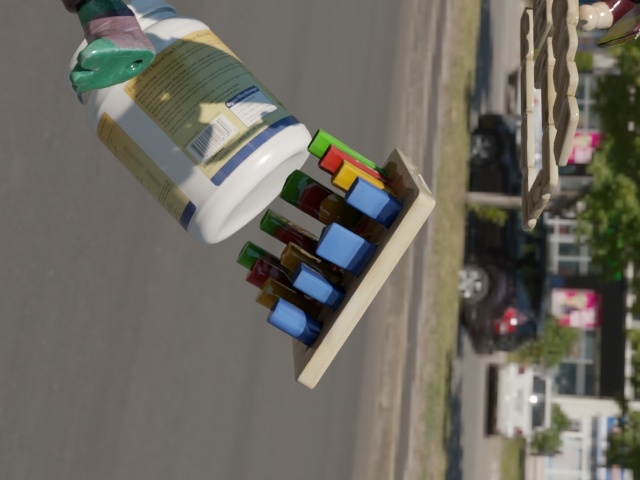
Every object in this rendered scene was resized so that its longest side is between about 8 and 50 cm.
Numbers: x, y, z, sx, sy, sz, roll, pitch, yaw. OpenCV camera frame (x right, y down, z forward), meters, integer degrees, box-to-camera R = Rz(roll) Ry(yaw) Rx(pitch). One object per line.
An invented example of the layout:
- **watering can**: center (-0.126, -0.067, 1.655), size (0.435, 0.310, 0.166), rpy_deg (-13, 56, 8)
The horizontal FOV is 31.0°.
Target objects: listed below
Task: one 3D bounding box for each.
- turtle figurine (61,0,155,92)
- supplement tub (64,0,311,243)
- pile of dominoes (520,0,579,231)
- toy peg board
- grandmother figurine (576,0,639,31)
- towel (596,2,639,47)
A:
- **turtle figurine**: center (-0.156, -0.206, 0.633), size (0.118, 0.234, 0.175), rpy_deg (-28, 163, -34)
- **supplement tub**: center (-0.192, -0.176, 1.663), size (0.228, 0.316, 0.228), rpy_deg (-43, 174, -6)
- **pile of dominoes**: center (0.220, -0.156, 1.049), size (0.196, 0.040, 0.251), rpy_deg (98, -5, -70)
- **toy peg board**: center (0.000, 0.000, 0.862), size (0.161, 0.079, 0.161), rpy_deg (-58, -170, 12)
- **grandmother figurine**: center (0.339, -0.297, 1.190), size (0.342, 0.208, 0.104), rpy_deg (12, 39, -52)
- **towel**: center (0.306, -0.213, 1.108), size (0.083, 0.060, 0.009), rpy_deg (-43, 105, -23)
